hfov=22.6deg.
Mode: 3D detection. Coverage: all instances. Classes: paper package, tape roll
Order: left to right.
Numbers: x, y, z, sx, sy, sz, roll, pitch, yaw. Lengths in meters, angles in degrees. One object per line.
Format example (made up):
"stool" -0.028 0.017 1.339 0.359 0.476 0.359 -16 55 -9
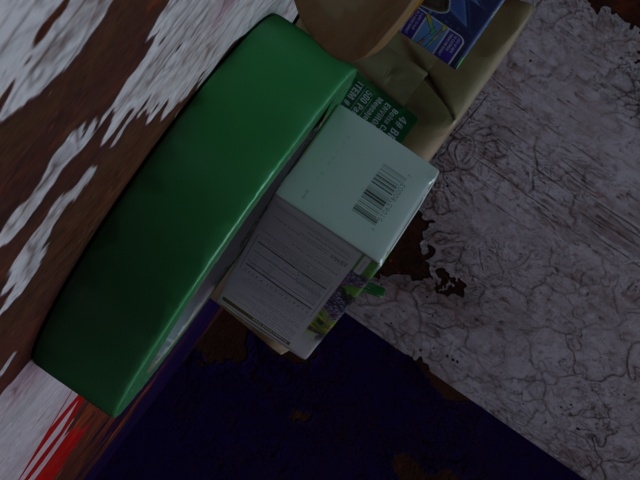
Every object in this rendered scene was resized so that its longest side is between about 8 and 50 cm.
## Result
"tape roll" -0.092 -0.018 1.209 0.321 0.077 0.321 -56 179 -1
"paper package" 0.025 -0.104 1.534 0.325 0.168 0.309 -55 180 35

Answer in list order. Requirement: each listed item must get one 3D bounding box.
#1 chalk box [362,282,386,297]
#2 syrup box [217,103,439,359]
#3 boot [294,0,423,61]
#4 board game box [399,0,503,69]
"chalk box" -0.023 0.013 1.822 0.132 0.213 0.132 -55 179 6
"syrup box" 0.000 0.000 1.245 0.093 0.096 0.237 -55 179 -25
"boot" 0.103 -0.242 0.912 0.211 0.104 0.295 -31 157 -37
"board game box" 0.096 -0.236 1.239 0.035 0.136 0.201 -55 180 -36
